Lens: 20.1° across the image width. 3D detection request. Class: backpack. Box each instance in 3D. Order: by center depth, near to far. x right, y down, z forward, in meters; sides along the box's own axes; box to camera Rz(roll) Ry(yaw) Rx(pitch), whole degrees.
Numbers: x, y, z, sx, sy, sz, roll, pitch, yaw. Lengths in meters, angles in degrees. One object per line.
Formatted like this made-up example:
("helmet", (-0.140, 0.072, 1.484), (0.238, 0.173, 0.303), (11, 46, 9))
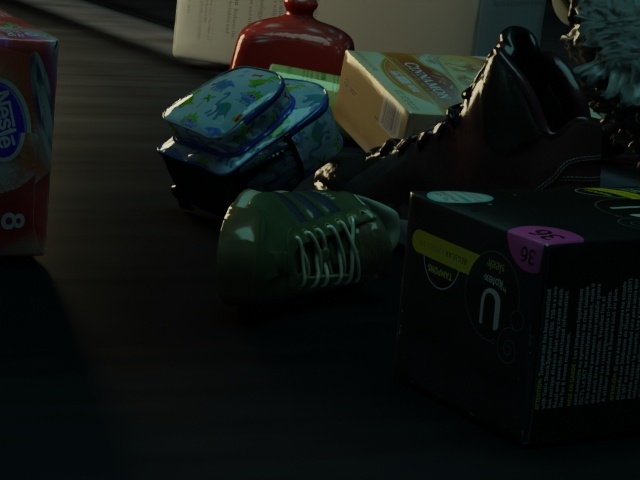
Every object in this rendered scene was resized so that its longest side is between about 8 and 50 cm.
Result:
("backpack", (-0.047, -0.074, 1.277), (0.114, 0.084, 0.105), (-34, 32, -26))

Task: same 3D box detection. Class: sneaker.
("sneaker", (0.000, 0.000, 1.090), (0.086, 0.064, 0.192), (3, 9, 11))
("sneaker", (0.101, -0.070, 1.223), (0.106, 0.163, 0.281), (-4, 16, -37))

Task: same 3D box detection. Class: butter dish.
("butter dish", (-0.025, -0.187, 1.808), (0.160, 0.118, 0.160), (7, 13, 5))

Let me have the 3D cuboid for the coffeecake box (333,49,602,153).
("coffeecake box", (0.126, -0.106, 1.559), (0.185, 0.068, 0.142), (0, 26, -24))

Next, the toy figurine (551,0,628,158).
("toy figurine", (0.325, -0.164, 1.639), (0.148, 0.213, 0.209), (-15, 16, -27))

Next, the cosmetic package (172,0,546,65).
("cosmetic package", (0.047, -0.262, 2.090), (0.385, 0.156, 0.217), (10, 11, 23))

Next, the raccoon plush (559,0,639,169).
("raccoon plush", (0.310, -0.026, 1.236), (0.216, 0.446, 0.299), (-15, -38, 17))

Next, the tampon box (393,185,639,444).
("tampon box", (0.138, 0.032, 0.921), (0.161, 0.101, 0.120), (-3, 14, -31))

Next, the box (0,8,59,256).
("box", (-0.286, -0.090, 1.198), (0.154, 0.142, 0.300), (0, 14, -25))

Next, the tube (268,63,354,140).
("tube", (0.066, -0.117, 1.673), (0.240, 0.070, 0.062), (10, -23, -2))
